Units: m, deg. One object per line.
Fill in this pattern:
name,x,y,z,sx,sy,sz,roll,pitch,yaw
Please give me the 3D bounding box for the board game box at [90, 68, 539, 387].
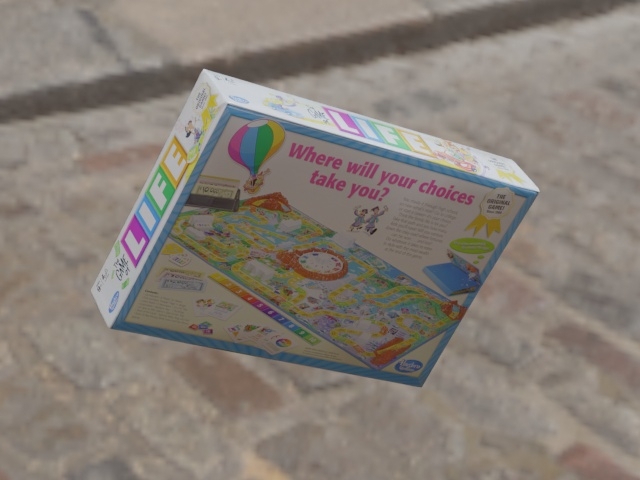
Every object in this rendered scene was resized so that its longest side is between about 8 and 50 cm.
board game box,0.000,0.000,0.701,0.154,0.103,0.026,14,26,-35
